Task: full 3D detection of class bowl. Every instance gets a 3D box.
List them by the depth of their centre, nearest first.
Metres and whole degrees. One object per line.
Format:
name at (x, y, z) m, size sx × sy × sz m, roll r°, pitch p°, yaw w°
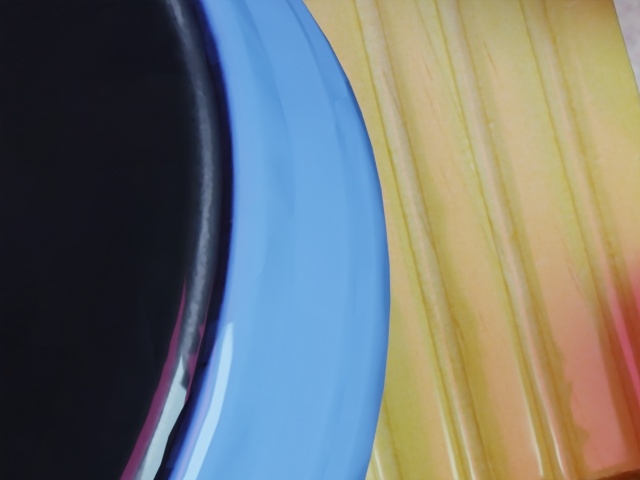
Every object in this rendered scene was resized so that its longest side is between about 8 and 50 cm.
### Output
bowl at (-0.171, 0.030, 0.475) m, size 0.391 × 0.077 × 0.391 m, roll -10°, pitch 63°, yaw 21°

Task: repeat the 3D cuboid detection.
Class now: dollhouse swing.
dollhouse swing at (0.000, 0.000, 0.573) m, size 0.346 × 0.315 × 0.305 m, roll -13°, pitch 90°, yaw 5°
